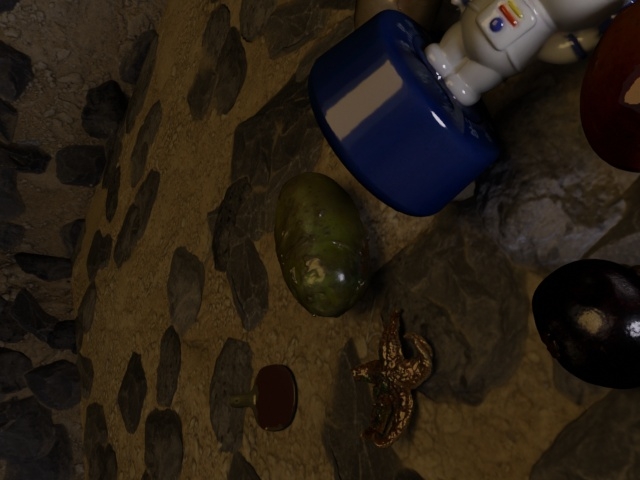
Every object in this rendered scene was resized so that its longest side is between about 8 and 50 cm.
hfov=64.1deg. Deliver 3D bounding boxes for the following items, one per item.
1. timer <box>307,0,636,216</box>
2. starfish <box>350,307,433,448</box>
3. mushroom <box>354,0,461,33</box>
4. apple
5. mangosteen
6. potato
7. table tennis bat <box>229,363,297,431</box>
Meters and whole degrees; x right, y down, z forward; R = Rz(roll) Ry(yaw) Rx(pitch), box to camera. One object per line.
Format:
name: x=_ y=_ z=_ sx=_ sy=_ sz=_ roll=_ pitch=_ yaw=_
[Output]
timer: x=0.201 y=-0.232 z=0.624 sx=0.383 sy=0.270 sz=0.270 roll=-36 pitch=53 yaw=34
starfish: x=0.111 y=0.208 z=0.787 sx=0.150 sy=0.053 sz=0.210 roll=-9 pitch=68 yaw=39
mushroom: x=0.145 y=-0.379 z=0.808 sx=0.226 sy=0.178 sz=0.226 roll=-159 pitch=90 yaw=-85
apple: x=0.335 y=-0.156 z=0.496 sx=0.156 sy=0.147 sz=0.158 roll=110 pitch=152 yaw=-74
mangosteen: x=0.298 y=0.075 z=0.514 sx=0.151 sy=0.137 sz=0.137 roll=-28 pitch=51 yaw=5
potato: x=0.000 y=0.000 z=0.908 sx=0.176 sy=0.141 sz=0.298 roll=-34 pitch=46 yaw=27
table tennis bat: x=-0.122 y=0.332 z=1.070 sx=0.234 sy=0.022 sz=0.131 roll=-25 pitch=62 yaw=46
